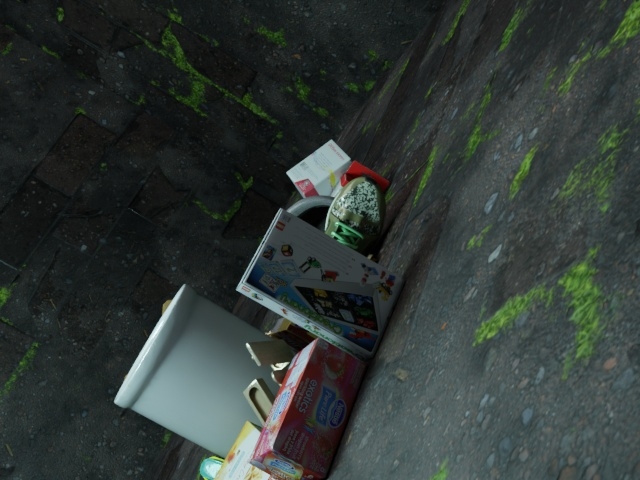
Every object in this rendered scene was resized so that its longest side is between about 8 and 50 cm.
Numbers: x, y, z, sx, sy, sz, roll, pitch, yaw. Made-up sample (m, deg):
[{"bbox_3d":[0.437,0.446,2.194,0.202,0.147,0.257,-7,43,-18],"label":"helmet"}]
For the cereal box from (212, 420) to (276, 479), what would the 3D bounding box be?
[{"bbox_3d":[-0.137,0.501,1.669,0.173,0.047,0.240,-60,27,-6],"label":"cereal box"}]

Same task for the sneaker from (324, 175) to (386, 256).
[{"bbox_3d":[0.051,0.034,2.017,0.182,0.158,0.410,-63,-3,-84],"label":"sneaker"}]

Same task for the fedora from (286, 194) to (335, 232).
[{"bbox_3d":[0.000,0.000,2.244,0.275,0.244,0.124,-47,-6,13],"label":"fedora"}]

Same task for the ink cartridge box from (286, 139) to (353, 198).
[{"bbox_3d":[0.017,-0.187,2.399,0.176,0.127,0.128,-36,46,-1],"label":"ink cartridge box"}]

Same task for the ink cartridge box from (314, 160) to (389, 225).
[{"bbox_3d":[0.090,-0.100,2.328,0.231,0.134,0.078,-56,10,18],"label":"ink cartridge box"}]

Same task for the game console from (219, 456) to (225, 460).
[{"bbox_3d":[-0.233,0.538,2.130,0.107,0.071,0.122,117,154,-74],"label":"game console"}]

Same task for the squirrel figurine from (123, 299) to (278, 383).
[{"bbox_3d":[-0.284,0.378,2.307,0.397,0.370,0.281,-4,54,38],"label":"squirrel figurine"}]

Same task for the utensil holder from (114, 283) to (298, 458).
[{"bbox_3d":[-0.247,0.337,1.938,0.328,0.385,0.327,-57,10,16],"label":"utensil holder"}]

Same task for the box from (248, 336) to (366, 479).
[{"bbox_3d":[-0.023,0.337,1.557,0.128,0.122,0.257,-47,15,53],"label":"box"}]

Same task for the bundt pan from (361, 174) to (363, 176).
[{"bbox_3d":[0.041,-0.097,2.618,0.331,0.124,0.331,-56,9,14],"label":"bundt pan"}]

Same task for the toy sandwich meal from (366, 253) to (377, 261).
[{"bbox_3d":[0.113,0.072,1.994,0.085,0.029,0.085,-54,-1,-1],"label":"toy sandwich meal"}]

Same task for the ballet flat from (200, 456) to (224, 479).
[{"bbox_3d":[-0.179,0.547,1.812,0.231,0.077,0.077,7,68,45],"label":"ballet flat"}]

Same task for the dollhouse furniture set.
[{"bbox_3d":[-0.124,0.317,1.700,0.151,0.144,0.123,-47,-27,23],"label":"dollhouse furniture set"}]

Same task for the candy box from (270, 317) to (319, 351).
[{"bbox_3d":[-0.054,0.244,2.075,0.053,0.109,0.186,-61,9,-16],"label":"candy box"}]

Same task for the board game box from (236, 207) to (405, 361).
[{"bbox_3d":[0.005,0.090,1.633,0.193,0.305,0.053,-63,8,-28],"label":"board game box"}]
